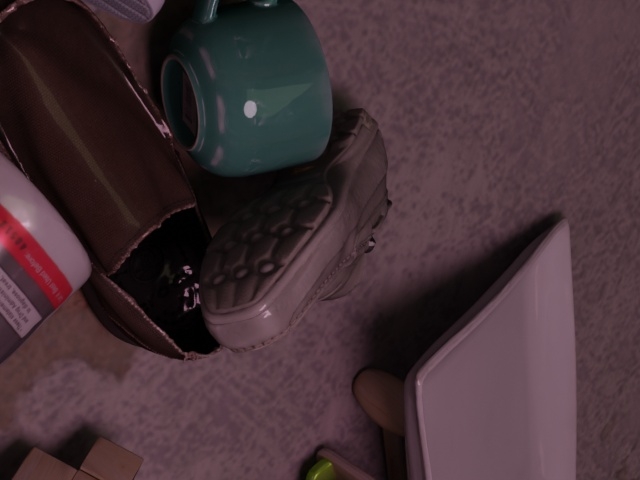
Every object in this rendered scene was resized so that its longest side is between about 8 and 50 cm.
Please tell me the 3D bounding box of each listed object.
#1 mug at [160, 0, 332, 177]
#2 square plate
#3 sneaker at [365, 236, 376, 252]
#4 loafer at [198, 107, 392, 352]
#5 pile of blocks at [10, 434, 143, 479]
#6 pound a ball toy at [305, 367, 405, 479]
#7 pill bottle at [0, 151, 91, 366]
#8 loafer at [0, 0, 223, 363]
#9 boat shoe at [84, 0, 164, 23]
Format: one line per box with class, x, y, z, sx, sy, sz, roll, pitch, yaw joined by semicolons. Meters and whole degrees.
mug;-0.067;-0.126;1.178;0.097;0.129;0.158;-15;83;-24
square plate;0.165;0.196;1.496;0.344;0.049;0.347;-40;132;-51
sneaker;0.000;0.000;1.362;0.109;0.040;0.044;8;118;-36
loafer;-0.005;0.003;1.210;0.111;0.112;0.319;68;27;-21
pile of blocks;-0.277;0.311;1.244;0.112;0.149;0.362;29;78;0
pound a ball toy;0.047;0.309;1.466;0.208;0.135;0.319;-31;127;-25
pill bottle;-0.321;0.068;1.032;0.318;0.176;0.176;-46;131;-14
loafer;-0.149;-0.049;1.150;0.134;0.130;0.366;-44;130;-16
boat shoe;-0.183;-0.241;1.033;0.226;0.083;0.076;39;65;-23
